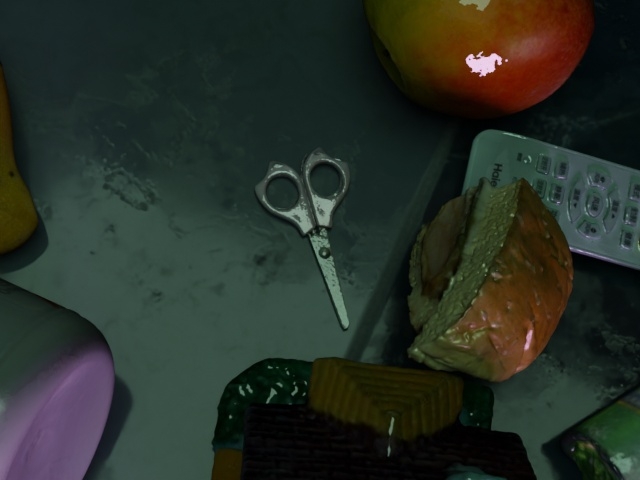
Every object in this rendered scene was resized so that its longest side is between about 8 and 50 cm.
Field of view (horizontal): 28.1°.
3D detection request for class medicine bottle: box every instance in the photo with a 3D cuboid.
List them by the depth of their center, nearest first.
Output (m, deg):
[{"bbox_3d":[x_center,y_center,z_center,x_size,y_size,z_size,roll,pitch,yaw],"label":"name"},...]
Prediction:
[{"bbox_3d":[-0.362,0.130,1.111,0.306,0.245,0.245,22,74,11],"label":"medicine bottle"}]

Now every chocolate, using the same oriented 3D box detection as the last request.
[{"bbox_3d":[0.379,0.151,1.238,0.291,0.110,0.110,-32,79,-14],"label":"chocolate"}]

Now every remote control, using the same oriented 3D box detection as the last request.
[{"bbox_3d":[0.286,-0.027,1.304,0.293,0.051,0.103,15,75,-4],"label":"remote control"}]

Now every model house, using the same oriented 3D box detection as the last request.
[{"bbox_3d":[0.041,0.202,1.119,0.280,0.249,0.230,5,73,-3],"label":"model house"}]

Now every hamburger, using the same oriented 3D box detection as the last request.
[{"bbox_3d":[0.166,0.053,1.181,0.135,0.208,0.155,-37,105,28],"label":"hamburger"}]

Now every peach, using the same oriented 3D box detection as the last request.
[{"bbox_3d":[0.156,-0.234,1.272,0.230,0.231,0.231,1,74,-4],"label":"peach"}]

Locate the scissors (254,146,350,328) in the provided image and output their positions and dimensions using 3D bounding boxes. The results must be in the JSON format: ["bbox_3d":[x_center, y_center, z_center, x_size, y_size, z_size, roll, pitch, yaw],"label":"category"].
[{"bbox_3d":[0.000,0.000,1.295,0.100,0.015,0.189,-15,78,-7],"label":"scissors"}]

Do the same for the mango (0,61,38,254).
[{"bbox_3d":[-0.383,-0.117,1.242,0.177,0.120,0.295,-25,78,-8],"label":"mango"}]
